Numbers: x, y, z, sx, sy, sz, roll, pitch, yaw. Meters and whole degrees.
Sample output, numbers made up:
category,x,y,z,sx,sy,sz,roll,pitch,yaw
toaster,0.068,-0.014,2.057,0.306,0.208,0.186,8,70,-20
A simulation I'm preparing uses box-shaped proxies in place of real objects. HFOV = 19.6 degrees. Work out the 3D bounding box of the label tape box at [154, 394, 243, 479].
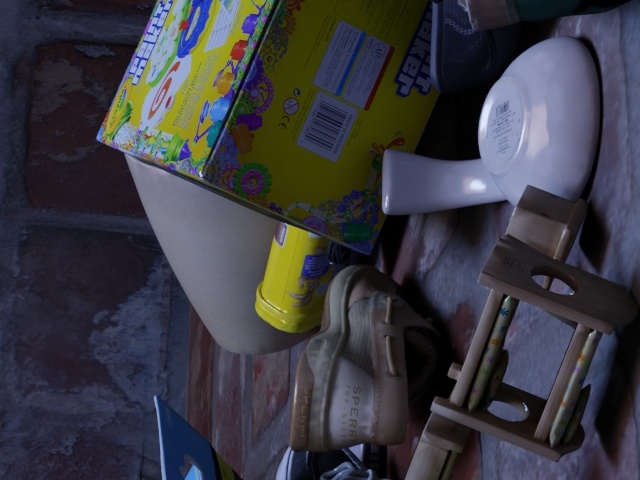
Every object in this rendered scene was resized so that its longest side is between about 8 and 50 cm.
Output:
category,x,y,z,sx,sy,sz,roll,pitch,yaw
label tape box,-0.067,0.335,1.656,0.115,0.347,0.249,-39,22,7

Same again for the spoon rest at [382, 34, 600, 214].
category,x,y,z,sx,sy,sz,roll,pitch,yaw
spoon rest,0.141,-0.070,1.413,0.276,0.084,0.137,159,115,-64

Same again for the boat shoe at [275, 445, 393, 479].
category,x,y,z,sx,sy,sz,roll,pitch,yaw
boat shoe,0.036,0.260,1.696,0.306,0.113,0.105,-107,30,-57

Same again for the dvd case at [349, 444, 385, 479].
category,x,y,z,sx,sy,sz,roll,pitch,yaw
dvd case,0.036,0.210,1.936,0.179,0.030,0.238,138,135,-75

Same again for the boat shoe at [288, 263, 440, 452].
category,x,y,z,sx,sy,sz,roll,pitch,yaw
boat shoe,0.052,0.113,1.685,0.341,0.110,0.121,-62,-24,-70

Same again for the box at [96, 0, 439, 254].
category,x,y,z,sx,sy,sz,roll,pitch,yaw
box,-0.028,-0.172,1.647,0.279,0.177,0.290,23,89,63

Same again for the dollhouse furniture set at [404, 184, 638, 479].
category,x,y,z,sx,sy,sz,roll,pitch,yaw
dollhouse furniture set,0.147,0.082,1.272,0.161,0.101,0.182,-54,-16,-60

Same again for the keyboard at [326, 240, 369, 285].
category,x,y,z,sx,sy,sz,roll,pitch,yaw
keyboard,0.057,-0.072,1.795,0.201,0.033,0.317,-58,-13,-45

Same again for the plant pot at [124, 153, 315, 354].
category,x,y,z,sx,sy,sz,roll,pitch,yaw
plant pot,-0.086,-0.012,2.193,0.256,0.257,0.274,-108,9,-64

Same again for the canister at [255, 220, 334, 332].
category,x,y,z,sx,sy,sz,roll,pitch,yaw
canister,0.000,0.000,1.986,0.073,0.126,0.170,33,128,26

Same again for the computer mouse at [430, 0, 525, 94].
category,x,y,z,sx,sy,sz,roll,pitch,yaw
computer mouse,0.125,-0.203,1.425,0.272,0.072,0.188,83,-165,-65

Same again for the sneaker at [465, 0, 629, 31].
category,x,y,z,sx,sy,sz,roll,pitch,yaw
sneaker,0.169,-0.200,1.244,0.302,0.121,0.108,-59,-38,-69
